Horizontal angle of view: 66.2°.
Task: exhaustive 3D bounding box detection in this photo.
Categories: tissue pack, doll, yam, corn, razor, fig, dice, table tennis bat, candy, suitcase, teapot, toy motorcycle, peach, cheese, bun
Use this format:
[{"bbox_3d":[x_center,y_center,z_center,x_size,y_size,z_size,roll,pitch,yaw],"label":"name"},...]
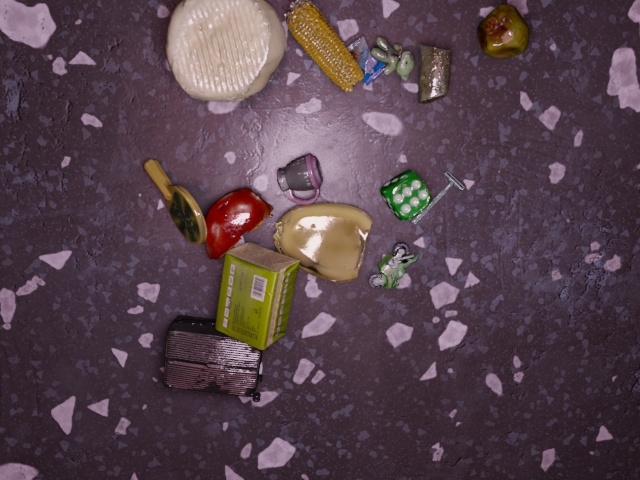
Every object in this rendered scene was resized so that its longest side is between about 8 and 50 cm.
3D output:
[{"bbox_3d":[-0.206,0.175,1.584,0.200,0.167,0.275,19,111,22],"label":"tissue pack"},{"bbox_3d":[0.232,-0.575,1.537,0.150,0.077,0.115,25,74,-14],"label":"doll"},{"bbox_3d":[0.360,-0.529,1.554,0.106,0.107,0.183,0,104,-3],"label":"yam"},{"bbox_3d":[0.010,-0.599,1.515,0.115,0.115,0.318,-40,101,5],"label":"corn"},{"bbox_3d":[0.386,-0.133,1.670,0.084,0.036,0.211,45,102,7],"label":"razor"},{"bbox_3d":[0.575,-0.638,1.530,0.165,0.144,0.154,27,62,-16],"label":"fig"},{"bbox_3d":[0.282,-0.148,1.613,0.128,0.120,0.131,-34,103,3],"label":"dice"},{"bbox_3d":[-0.461,-0.127,1.569,0.050,0.198,0.321,-33,84,-34],"label":"table tennis bat"},{"bbox_3d":[0.139,-0.575,1.563,0.088,0.038,0.136,-38,99,17],"label":"candy"},{"bbox_3d":[-0.351,0.392,1.662,0.334,0.152,0.230,8,104,-5],"label":"suitcase"},{"bbox_3d":[-0.066,-0.200,1.599,0.145,0.116,0.148,-14,130,12],"label":"teapot"},{"bbox_3d":[0.252,0.098,1.688,0.106,0.074,0.190,35,96,-19],"label":"toy motorcycle"},{"bbox_3d":[-0.298,-0.060,1.587,0.267,0.159,0.154,-39,95,7],"label":"peach"},{"bbox_3d":[0.000,0.000,1.629,0.315,0.128,0.260,10,91,-9],"label":"cheese"},{"bbox_3d":[-0.273,-0.582,1.454,0.359,0.211,0.360,2,107,6],"label":"bun"}]
